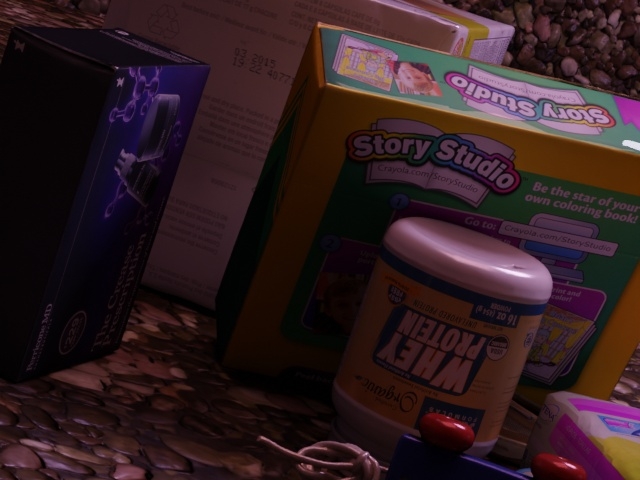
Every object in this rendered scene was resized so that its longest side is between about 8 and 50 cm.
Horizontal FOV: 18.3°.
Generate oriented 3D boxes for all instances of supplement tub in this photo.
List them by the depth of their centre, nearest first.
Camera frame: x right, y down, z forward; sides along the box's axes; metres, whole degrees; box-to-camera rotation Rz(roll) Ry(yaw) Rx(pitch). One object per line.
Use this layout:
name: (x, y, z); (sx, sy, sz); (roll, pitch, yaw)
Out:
supplement tub: (0.093, 0.095, 1.627); (0.144, 0.199, 0.144); (18, 12, -4)

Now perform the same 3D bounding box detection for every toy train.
toy train: (0.077, 0.177, 1.500); (0.248, 0.105, 0.143); (19, 2, 3)

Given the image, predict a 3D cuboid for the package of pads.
package of pads: (0.338, 0.231, 1.636); (0.296, 0.101, 0.229); (15, 12, -16)

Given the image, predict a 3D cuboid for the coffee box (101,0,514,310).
coffee box: (-0.035, -0.114, 2.031); (0.338, 0.338, 0.334); (21, 12, 12)

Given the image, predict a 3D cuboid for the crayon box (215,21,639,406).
crayon box: (0.123, -0.001, 1.751); (0.363, 0.313, 0.106); (12, 35, -14)

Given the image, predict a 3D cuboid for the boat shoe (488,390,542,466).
boat shoe: (0.228, 0.178, 1.773); (0.190, 0.072, 0.068); (19, 12, -2)

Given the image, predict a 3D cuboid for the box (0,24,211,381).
box: (-0.203, -0.034, 1.601); (0.103, 0.261, 0.184); (23, 13, 19)
